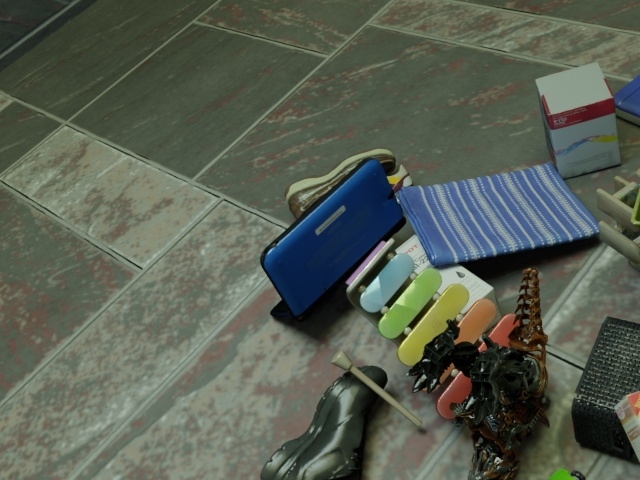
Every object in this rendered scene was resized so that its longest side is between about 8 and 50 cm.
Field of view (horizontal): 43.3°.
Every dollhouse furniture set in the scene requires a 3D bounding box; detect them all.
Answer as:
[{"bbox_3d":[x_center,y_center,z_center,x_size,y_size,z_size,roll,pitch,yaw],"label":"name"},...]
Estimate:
[{"bbox_3d":[0.594,-0.024,1.315,0.212,0.242,0.161,-34,44,-10],"label":"dollhouse furniture set"}]

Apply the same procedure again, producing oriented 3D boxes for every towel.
[{"bbox_3d":[0.333,-0.057,1.541,0.335,0.040,0.243,-11,37,-6],"label":"towel"}]

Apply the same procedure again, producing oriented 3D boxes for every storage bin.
[{"bbox_3d":[0.452,0.220,1.223,0.084,0.122,0.180,12,53,32],"label":"storage bin"}]

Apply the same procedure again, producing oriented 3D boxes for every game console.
[{"bbox_3d":[0.000,0.000,1.532,0.293,0.250,0.173,-43,40,-18],"label":"game console"}]

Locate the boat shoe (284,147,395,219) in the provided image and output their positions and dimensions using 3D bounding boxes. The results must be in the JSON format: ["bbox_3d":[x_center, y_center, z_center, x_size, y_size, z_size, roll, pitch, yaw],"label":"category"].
[{"bbox_3d":[0.053,-0.110,1.764,0.257,0.095,0.095,-25,55,9],"label":"boat shoe"}]

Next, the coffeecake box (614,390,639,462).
[{"bbox_3d":[0.500,0.277,1.065,0.142,0.068,0.186,-17,64,-5],"label":"coffeecake box"}]

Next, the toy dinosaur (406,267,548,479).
[{"bbox_3d":[0.264,0.207,1.215,0.164,0.218,0.322,-17,65,49],"label":"toy dinosaur"}]

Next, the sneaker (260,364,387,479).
[{"bbox_3d":[0.032,0.335,1.327,0.130,0.109,0.286,30,71,31],"label":"sneaker"}]

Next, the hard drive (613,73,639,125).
[{"bbox_3d":[0.779,-0.273,1.630,0.210,0.040,0.318,-37,44,-14],"label":"hard drive"}]

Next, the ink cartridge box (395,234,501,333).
[{"bbox_3d":[0.194,0.107,1.474,0.158,0.092,0.218,-37,42,-15],"label":"ink cartridge box"}]

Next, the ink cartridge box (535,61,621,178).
[{"bbox_3d":[0.515,-0.236,1.611,0.127,0.176,0.128,-15,42,13],"label":"ink cartridge box"}]

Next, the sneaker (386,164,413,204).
[{"bbox_3d":[0.105,-0.098,1.708,0.185,0.084,0.069,-20,2,-6],"label":"sneaker"}]

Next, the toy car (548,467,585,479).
[{"bbox_3d":[0.420,0.393,1.117,0.225,0.053,0.239,24,60,39],"label":"toy car"}]

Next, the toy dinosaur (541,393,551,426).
[{"bbox_3d":[0.326,0.256,1.307,0.082,0.047,0.090,-17,51,35],"label":"toy dinosaur"}]

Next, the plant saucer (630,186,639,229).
[{"bbox_3d":[0.553,-0.054,1.145,0.188,0.045,0.188,4,37,29],"label":"plant saucer"}]

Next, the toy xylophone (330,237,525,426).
[{"bbox_3d":[0.166,0.164,1.308,0.322,0.081,0.236,34,80,-3],"label":"toy xylophone"}]
